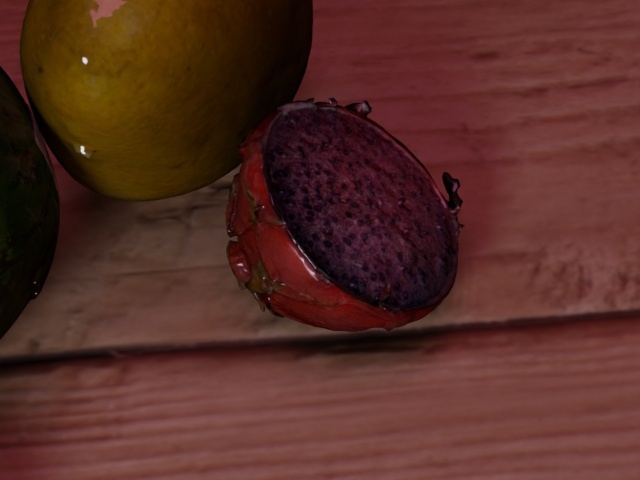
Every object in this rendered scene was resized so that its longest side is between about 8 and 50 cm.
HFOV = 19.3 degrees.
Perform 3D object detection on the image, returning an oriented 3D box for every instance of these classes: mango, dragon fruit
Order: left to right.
[{"bbox_3d":[-0.140,-0.170,1.594,0.220,0.301,0.445,31,12,8],"label":"mango"},{"bbox_3d":[-0.003,0.000,1.617,0.218,0.148,0.224,37,39,-14],"label":"dragon fruit"}]

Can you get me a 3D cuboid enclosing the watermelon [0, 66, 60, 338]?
[{"bbox_3d":[-0.392,-0.026,1.493,0.363,0.363,0.363,1,46,-1],"label":"watermelon"}]
